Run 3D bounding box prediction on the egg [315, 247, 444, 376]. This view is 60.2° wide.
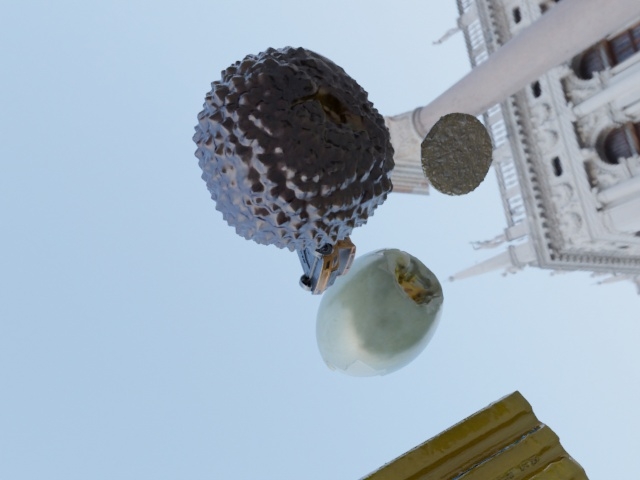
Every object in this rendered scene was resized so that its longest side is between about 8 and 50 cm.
[{"bbox_3d":[0.130,0.191,1.347,0.279,0.336,0.278,27,-151,-17],"label":"egg"}]

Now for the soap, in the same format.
[{"bbox_3d":[0.186,0.359,0.713,0.325,0.096,0.204,-23,-131,-14],"label":"soap"}]

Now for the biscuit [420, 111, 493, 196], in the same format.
[{"bbox_3d":[0.193,-0.121,0.779,0.120,0.015,0.120,-4,-79,-19],"label":"biscuit"}]

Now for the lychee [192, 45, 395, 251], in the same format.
[{"bbox_3d":[-0.041,-0.105,0.722,0.268,0.267,0.267,12,-114,-29],"label":"lychee"}]

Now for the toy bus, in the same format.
[{"bbox_3d":[0.000,0.000,0.910,0.088,0.083,0.194,2,-142,-20],"label":"toy bus"}]
